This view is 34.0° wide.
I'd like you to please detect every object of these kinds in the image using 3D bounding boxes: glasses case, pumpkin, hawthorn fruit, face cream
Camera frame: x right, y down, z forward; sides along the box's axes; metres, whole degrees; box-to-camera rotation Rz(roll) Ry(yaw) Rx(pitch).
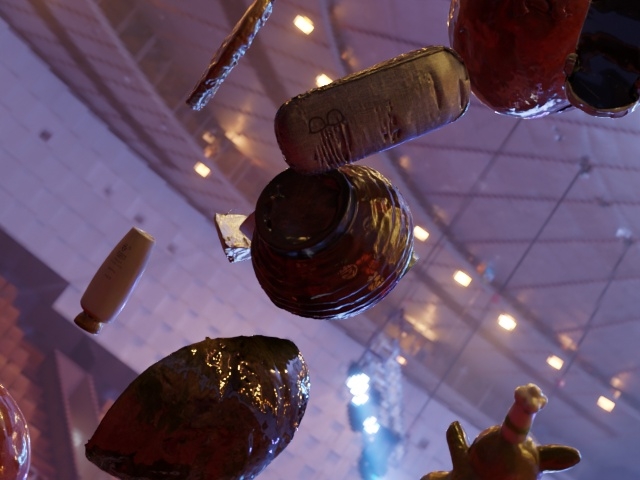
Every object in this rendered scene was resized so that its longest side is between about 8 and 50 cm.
[{"bbox_3d":[0.071,-0.172,1.369,0.067,0.282,0.109,25,-46,66],"label":"glasses case"},{"bbox_3d":[-0.140,0.227,1.340,0.148,0.312,0.169,46,-15,29],"label":"pumpkin"},{"bbox_3d":[0.319,-0.338,1.519,0.276,0.276,0.307,31,-17,17],"label":"hawthorn fruit"},{"bbox_3d":[-0.329,0.065,1.675,0.072,0.182,0.051,33,3,26],"label":"face cream"}]

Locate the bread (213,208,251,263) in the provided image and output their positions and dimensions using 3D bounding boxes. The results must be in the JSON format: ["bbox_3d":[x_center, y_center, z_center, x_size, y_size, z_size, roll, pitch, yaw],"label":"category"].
[{"bbox_3d":[-0.146,-0.017,1.890,0.109,0.080,0.084,82,-14,-73],"label":"bread"}]

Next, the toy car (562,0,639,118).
[{"bbox_3d":[0.336,-0.225,1.179,0.095,0.205,0.056,18,-16,12],"label":"toy car"}]

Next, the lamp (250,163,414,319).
[{"bbox_3d":[0.017,0.004,1.477,0.247,0.247,0.247,33,-18,12],"label":"lamp"}]

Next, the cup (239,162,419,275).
[{"bbox_3d":[0.000,0.000,1.790,0.257,0.219,0.289,47,-41,-3],"label":"cup"}]

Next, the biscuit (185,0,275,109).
[{"bbox_3d":[-0.138,-0.240,1.440,0.032,0.133,0.250,35,-24,-12],"label":"biscuit"}]

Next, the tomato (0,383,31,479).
[{"bbox_3d":[-0.527,0.292,1.442,0.256,0.256,0.224,41,-57,-14],"label":"tomato"}]

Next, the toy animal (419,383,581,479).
[{"bbox_3d":[0.314,0.400,1.844,0.181,0.363,0.180,32,16,-8],"label":"toy animal"}]
